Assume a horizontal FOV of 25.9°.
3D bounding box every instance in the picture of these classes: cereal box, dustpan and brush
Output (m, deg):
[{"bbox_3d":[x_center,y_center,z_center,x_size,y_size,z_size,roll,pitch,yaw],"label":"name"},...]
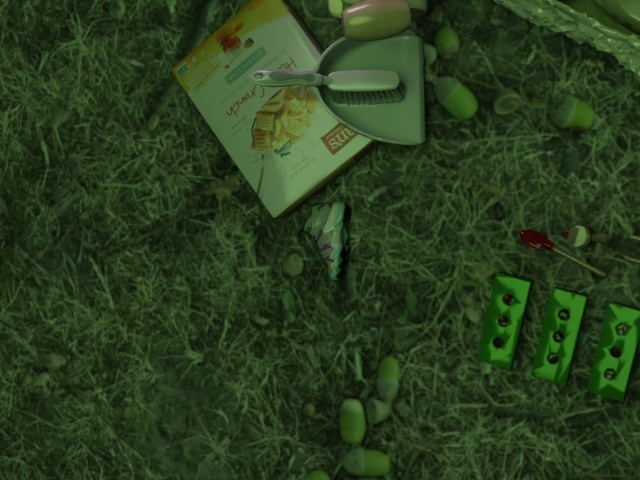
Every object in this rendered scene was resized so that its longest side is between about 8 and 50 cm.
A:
[{"bbox_3d":[-0.054,-0.171,1.742,0.173,0.047,0.240,-39,78,14],"label":"cereal box"},{"bbox_3d":[0.020,-0.188,1.663,0.211,0.060,0.147,-1,78,0],"label":"dustpan and brush"}]

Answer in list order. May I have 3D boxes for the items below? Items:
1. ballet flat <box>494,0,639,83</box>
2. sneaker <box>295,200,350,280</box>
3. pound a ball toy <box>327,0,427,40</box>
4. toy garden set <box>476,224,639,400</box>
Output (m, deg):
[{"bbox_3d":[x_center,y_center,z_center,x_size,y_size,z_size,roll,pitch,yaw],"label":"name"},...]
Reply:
[{"bbox_3d":[0.327,-0.286,1.557,0.409,0.147,0.147,33,101,14],"label":"ballet flat"},{"bbox_3d":[0.000,0.000,1.734,0.069,0.038,0.098,2,82,21],"label":"sneaker"},{"bbox_3d":[0.086,-0.378,1.609,0.135,0.208,0.319,1,90,-5],"label":"pound a ball toy"},{"bbox_3d":[0.324,0.072,1.612,0.244,0.049,0.204,15,97,20],"label":"toy garden set"}]
